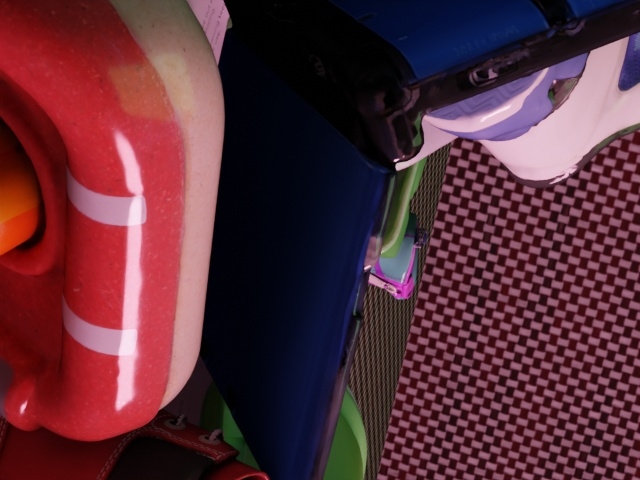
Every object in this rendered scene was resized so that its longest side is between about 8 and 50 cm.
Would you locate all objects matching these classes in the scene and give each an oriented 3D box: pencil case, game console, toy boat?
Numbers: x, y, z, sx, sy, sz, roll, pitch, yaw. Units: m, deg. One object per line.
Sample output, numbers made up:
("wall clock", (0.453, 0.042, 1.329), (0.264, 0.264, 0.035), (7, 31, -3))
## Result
("pencil case", (0.000, 0.000, 1.366), (0.064, 0.151, 0.070), (101, -1, -48))
("game console", (0.045, -0.044, 0.849), (0.293, 0.250, 0.173), (-129, -160, -67))
("toy boat", (-0.131, -0.017, 0.666), (0.151, 0.151, 0.231), (-29, 141, -36))

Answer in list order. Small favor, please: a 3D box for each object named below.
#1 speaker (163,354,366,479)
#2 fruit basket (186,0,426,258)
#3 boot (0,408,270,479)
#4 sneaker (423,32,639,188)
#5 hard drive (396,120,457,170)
("speaker", (-0.038, 0.160, 0.860), (0.296, 0.131, 0.131), (-90, -171, -62))
("fruit basket", (-0.023, -0.135, 1.138), (0.353, 0.165, 0.327), (40, 64, -63))
("boot", (-0.088, 0.061, 0.811), (0.088, 0.176, 0.244), (74, 27, -43))
("sneaker", (0.144, -0.162, 1.064), (0.182, 0.127, 0.316), (47, 57, -53))
("hard drive", (0.052, -0.239, 1.060), (0.233, 0.047, 0.353), (-32, 117, -55))
